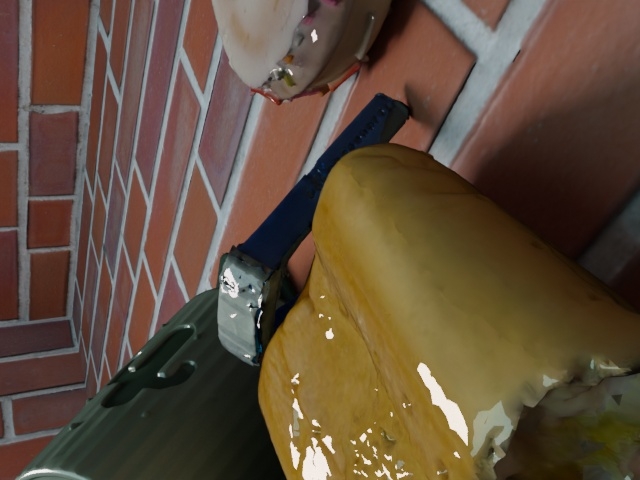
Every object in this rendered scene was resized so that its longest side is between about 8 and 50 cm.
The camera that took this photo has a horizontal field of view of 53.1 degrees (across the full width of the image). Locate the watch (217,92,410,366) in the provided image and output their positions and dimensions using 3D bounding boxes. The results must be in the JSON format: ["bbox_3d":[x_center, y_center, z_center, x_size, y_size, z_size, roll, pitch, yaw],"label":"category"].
[{"bbox_3d":[-0.001,-0.008,0.726,0.068,0.274,0.276,28,123,25],"label":"watch"}]

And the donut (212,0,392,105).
[{"bbox_3d":[-0.024,-0.366,0.820,0.382,0.142,0.382,17,110,60],"label":"donut"}]

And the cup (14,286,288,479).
[{"bbox_3d":[-0.135,0.250,0.822,0.310,0.392,0.401,48,123,-2],"label":"cup"}]

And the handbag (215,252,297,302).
[{"bbox_3d":[-0.124,0.192,1.146,0.238,0.089,0.326,55,139,39],"label":"handbag"}]

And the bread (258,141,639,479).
[{"bbox_3d":[0.111,0.107,0.557,0.394,0.250,0.361,57,139,47],"label":"bread"}]
